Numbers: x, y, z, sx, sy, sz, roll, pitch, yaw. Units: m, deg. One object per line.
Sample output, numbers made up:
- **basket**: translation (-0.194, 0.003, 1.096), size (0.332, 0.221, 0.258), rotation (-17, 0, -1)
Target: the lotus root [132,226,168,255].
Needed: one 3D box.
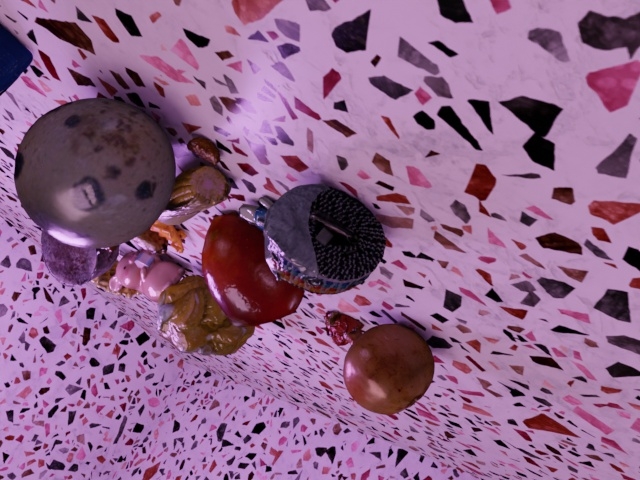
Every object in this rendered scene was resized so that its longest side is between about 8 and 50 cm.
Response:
- **lotus root**: translation (-0.615, -0.043, 2.082), size (0.258, 0.097, 0.110), rotation (31, -173, 6)

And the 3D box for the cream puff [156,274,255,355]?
- **cream puff**: translation (-0.412, 0.253, 2.251), size (0.378, 0.276, 0.378), rotation (14, -175, -1)

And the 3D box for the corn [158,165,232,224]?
- **corn**: translation (-0.335, -0.109, 1.582), size (0.123, 0.122, 0.305), rotation (19, 163, -31)

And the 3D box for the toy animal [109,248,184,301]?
- **toy animal**: translation (-0.664, 0.133, 2.376), size (0.256, 0.195, 0.213), rotation (32, 147, 6)

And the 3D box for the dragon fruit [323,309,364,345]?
- **dragon fruit**: translation (0.050, 0.276, 1.943), size (0.106, 0.083, 0.162), rotation (39, 158, -11)

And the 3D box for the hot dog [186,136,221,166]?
- **hot dog**: translation (-0.265, -0.207, 1.423), size (0.083, 0.035, 0.058), rotation (33, 156, -4)

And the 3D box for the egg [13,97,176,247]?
- **egg**: translation (-0.514, -0.155, 1.437), size (0.345, 0.345, 0.428), rotation (44, 152, -26)

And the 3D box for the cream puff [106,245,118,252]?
- **cream puff**: translation (-0.675, -0.074, 1.913), size (0.154, 0.269, 0.241), rotation (12, 124, -23)

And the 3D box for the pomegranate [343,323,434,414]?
- **pomegranate**: translation (0.174, 0.341, 1.720), size (0.270, 0.252, 0.229), rotation (44, 154, 25)

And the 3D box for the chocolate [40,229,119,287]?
- **chocolate**: translation (-0.855, 0.011, 2.298), size (0.303, 0.303, 0.213), rotation (21, -162, 22)

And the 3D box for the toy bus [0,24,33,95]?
- **toy bus**: translation (-0.852, -0.478, 1.468), size (0.287, 0.138, 0.175), rotation (44, 154, -26)

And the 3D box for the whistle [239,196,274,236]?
- **whistle**: translation (-0.111, -0.050, 1.505), size (0.235, 0.077, 0.114), rotation (17, 123, 42)

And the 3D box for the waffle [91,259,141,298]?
- **waffle**: translation (-0.805, 0.152, 2.543), size (0.261, 0.250, 0.056), rotation (26, 120, 20)

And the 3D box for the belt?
- **belt**: translation (0.000, 0.000, 1.301), size (0.257, 0.207, 0.150), rotation (25, 154, -4)

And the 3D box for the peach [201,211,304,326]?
- **peach**: translation (-0.195, 0.070, 1.734), size (0.281, 0.281, 0.339), rotation (-24, 86, 62)

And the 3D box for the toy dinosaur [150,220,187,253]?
- **toy dinosaur**: translation (-0.506, -0.053, 1.979), size (0.117, 0.070, 0.288), rotation (19, 149, 26)
